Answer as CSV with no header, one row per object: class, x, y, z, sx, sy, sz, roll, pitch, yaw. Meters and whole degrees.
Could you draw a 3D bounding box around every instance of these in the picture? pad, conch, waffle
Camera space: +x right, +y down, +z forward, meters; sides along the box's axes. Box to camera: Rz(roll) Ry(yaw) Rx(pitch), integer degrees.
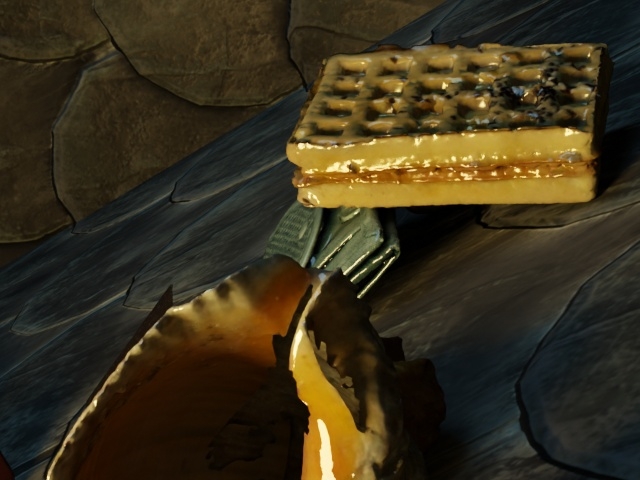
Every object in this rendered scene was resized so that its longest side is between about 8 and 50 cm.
pad,-0.259,0.182,1.999,0.220,0.004,0.330,-54,12,7
conch,-0.049,0.184,1.012,0.297,0.352,0.210,-4,1,-19
waffle,0.163,-0.143,1.825,0.376,0.114,0.261,0,31,16

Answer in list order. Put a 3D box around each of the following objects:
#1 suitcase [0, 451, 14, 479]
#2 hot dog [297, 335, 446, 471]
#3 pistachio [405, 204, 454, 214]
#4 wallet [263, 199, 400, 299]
suitcase,-0.560,0.353,1.912,0.297,0.161,0.236,-29,15,17
hot dog,-0.052,0.209,1.278,0.387,0.174,0.267,-43,11,-34
pistachio,0.180,-0.121,2.016,0.136,0.136,0.226,-14,25,51
wallet,0.000,0.000,1.921,0.237,0.075,0.342,-46,19,20
